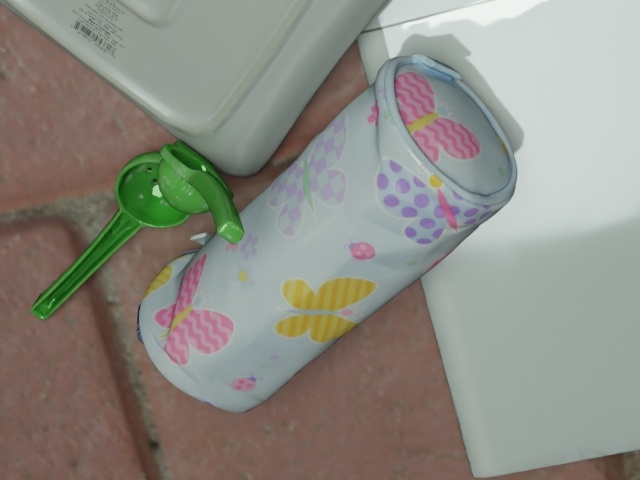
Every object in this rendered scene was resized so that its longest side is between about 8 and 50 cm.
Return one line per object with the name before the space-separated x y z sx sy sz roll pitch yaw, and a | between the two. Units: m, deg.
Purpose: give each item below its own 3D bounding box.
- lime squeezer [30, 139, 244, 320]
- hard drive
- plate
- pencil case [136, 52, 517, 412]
lime squeezer | -0.109 -0.022 1.013 0.059 0.110 0.310 52 150 -12
hard drive | 0.171 -0.028 1.024 0.233 0.047 0.353 -13 104 13
plate | -0.105 -0.183 0.961 0.277 0.045 0.278 37 138 -3
pencil case | 0.000 0.000 0.996 0.113 0.124 0.273 28 130 -30
